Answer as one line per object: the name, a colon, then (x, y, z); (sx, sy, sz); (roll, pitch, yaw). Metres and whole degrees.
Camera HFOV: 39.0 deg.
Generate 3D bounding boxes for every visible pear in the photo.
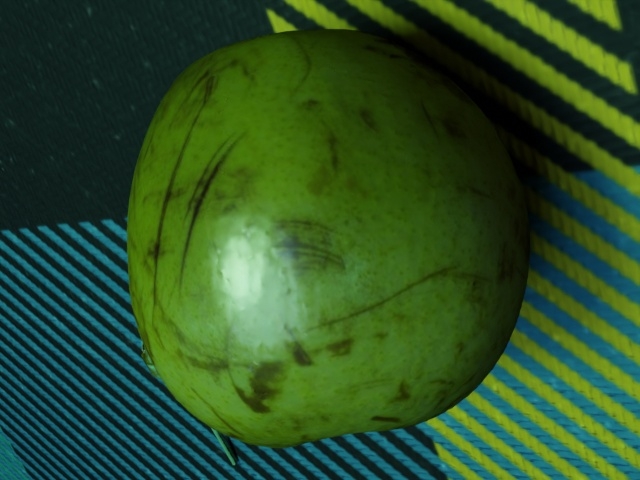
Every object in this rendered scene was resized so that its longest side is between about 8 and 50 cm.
pear: (0.000, 0.000, 0.605); (0.283, 0.283, 0.284); (22, 131, 27)

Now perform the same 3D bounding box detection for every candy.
candy: (-0.137, 0.178, 1.004); (0.061, 0.061, 0.203); (2, 129, 39)
